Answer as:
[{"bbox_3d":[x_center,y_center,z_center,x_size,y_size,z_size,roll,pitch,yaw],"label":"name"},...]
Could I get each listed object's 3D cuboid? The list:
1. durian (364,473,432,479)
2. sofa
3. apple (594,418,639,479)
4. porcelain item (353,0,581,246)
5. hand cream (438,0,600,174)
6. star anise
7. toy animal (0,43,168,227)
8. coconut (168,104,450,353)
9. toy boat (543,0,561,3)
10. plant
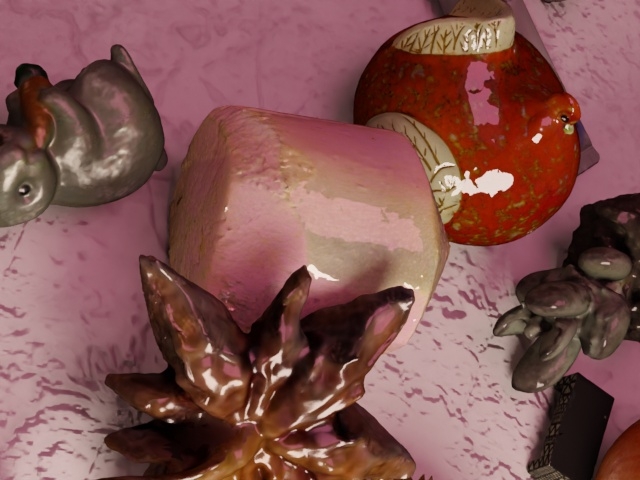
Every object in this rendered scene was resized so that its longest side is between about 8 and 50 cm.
[{"bbox_3d":[0.112,0.309,1.475,0.249,0.138,0.183,43,62,-7],"label":"durian"},{"bbox_3d":[0.258,0.200,1.672,0.060,0.039,0.118,37,55,-20],"label":"sofa"},{"bbox_3d":[0.400,0.297,1.609,0.286,0.233,0.286,12,69,-34],"label":"apple"},{"bbox_3d":[0.167,-0.120,1.608,0.253,0.253,0.253,13,66,-31],"label":"porcelain item"},{"bbox_3d":[0.201,-0.216,1.775,0.124,0.077,0.341,-33,98,-39],"label":"hand cream"},{"bbox_3d":[-0.071,0.154,1.339,0.349,0.109,0.292,10,99,-19],"label":"star anise"},{"bbox_3d":[-0.247,-0.062,1.371,0.127,0.125,0.251,39,56,18],"label":"toy animal"},{"bbox_3d":[0.000,0.000,1.463,0.245,0.233,0.233,11,67,-24],"label":"coconut"},{"bbox_3d":[0.339,-0.395,1.798,0.096,0.282,0.206,8,69,-35],"label":"toy boat"},{"bbox_3d":[0.291,0.047,1.683,0.274,0.149,0.146,-30,126,-36],"label":"plant"}]
